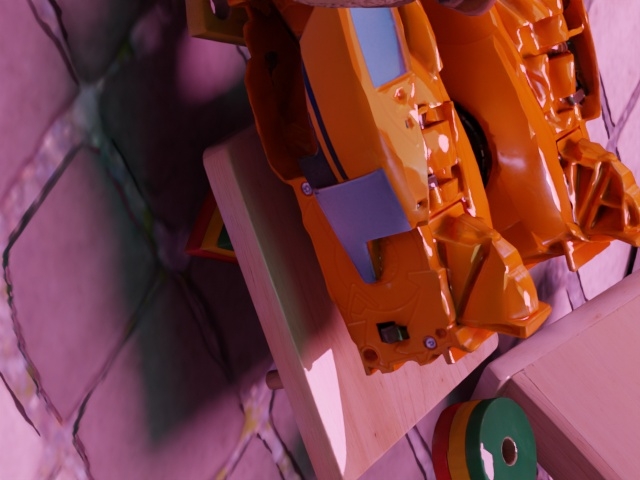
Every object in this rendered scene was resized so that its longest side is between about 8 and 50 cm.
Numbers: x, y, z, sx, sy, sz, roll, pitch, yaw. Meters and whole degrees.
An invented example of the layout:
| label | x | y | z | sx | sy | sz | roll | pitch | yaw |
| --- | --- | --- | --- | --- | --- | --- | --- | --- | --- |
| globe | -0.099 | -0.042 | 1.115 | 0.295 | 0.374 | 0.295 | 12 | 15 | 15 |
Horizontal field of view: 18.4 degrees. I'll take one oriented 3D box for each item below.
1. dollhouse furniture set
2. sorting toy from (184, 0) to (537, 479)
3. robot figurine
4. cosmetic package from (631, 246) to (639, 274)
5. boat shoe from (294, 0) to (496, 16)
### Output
| label | x | y | z | sx | sy | sz | roll | pitch | yaw |
| --- | --- | --- | --- | --- | --- | --- | --- | --- | --- |
| dollhouse furniture set | 0.125 | 0.207 | 1.011 | 0.286 | 0.198 | 0.303 | -28 | 154 | -30 |
| sorting toy | 0.000 | 0.000 | 0.756 | 0.132 | 0.046 | 0.275 | -36 | 111 | -52 |
| robot figurine | 0.029 | -0.113 | 0.712 | 0.211 | 0.085 | 0.291 | -31 | 107 | -54 |
| cosmetic package | 0.318 | -0.052 | 1.161 | 0.155 | 0.197 | 0.366 | 45 | 56 | -53 |
| boat shoe | 0.012 | -0.119 | 0.497 | 0.123 | 0.123 | 0.342 | -67 | 168 | 3 |
